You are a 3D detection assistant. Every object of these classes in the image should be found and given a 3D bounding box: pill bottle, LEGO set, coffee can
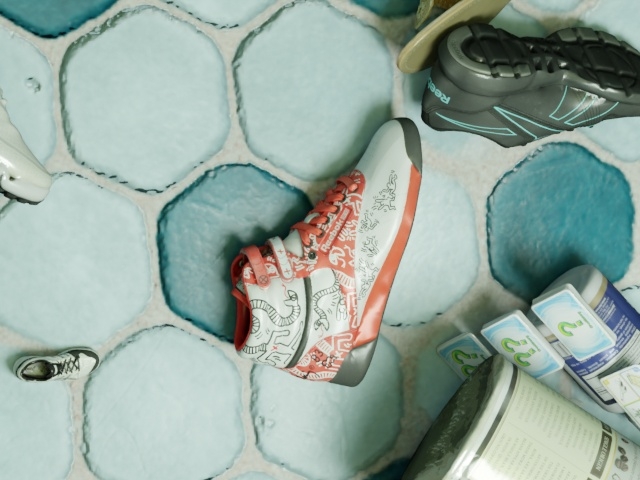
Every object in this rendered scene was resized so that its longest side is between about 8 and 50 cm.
[{"bbox_3d":[0.293,0.113,1.805,0.094,0.094,0.169,-45,104,-4],"label":"pill bottle"},{"bbox_3d":[0.246,0.173,1.770,0.244,0.182,0.060,48,41,-15],"label":"LEGO set"},{"bbox_3d":[0.229,0.262,1.693,0.275,0.201,0.201,34,89,-4],"label":"coffee can"}]

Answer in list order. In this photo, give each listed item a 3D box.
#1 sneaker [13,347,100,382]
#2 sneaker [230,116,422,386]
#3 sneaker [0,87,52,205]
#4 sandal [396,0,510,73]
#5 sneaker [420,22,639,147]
[{"bbox_3d":[-0.249,0.123,1.713,0.083,0.037,0.032,-10,97,-13],"label":"sneaker"},{"bbox_3d":[0.000,0.001,1.727,0.145,0.090,0.270,13,97,-16],"label":"sneaker"},{"bbox_3d":[-0.335,-0.156,1.629,0.118,0.110,0.292,-44,104,-13],"label":"sneaker"},{"bbox_3d":[0.147,-0.255,1.749,0.240,0.088,0.079,-35,72,-13],"label":"sandal"},{"bbox_3d":[0.218,-0.148,1.767,0.267,0.101,0.106,4,135,-25],"label":"sneaker"}]
